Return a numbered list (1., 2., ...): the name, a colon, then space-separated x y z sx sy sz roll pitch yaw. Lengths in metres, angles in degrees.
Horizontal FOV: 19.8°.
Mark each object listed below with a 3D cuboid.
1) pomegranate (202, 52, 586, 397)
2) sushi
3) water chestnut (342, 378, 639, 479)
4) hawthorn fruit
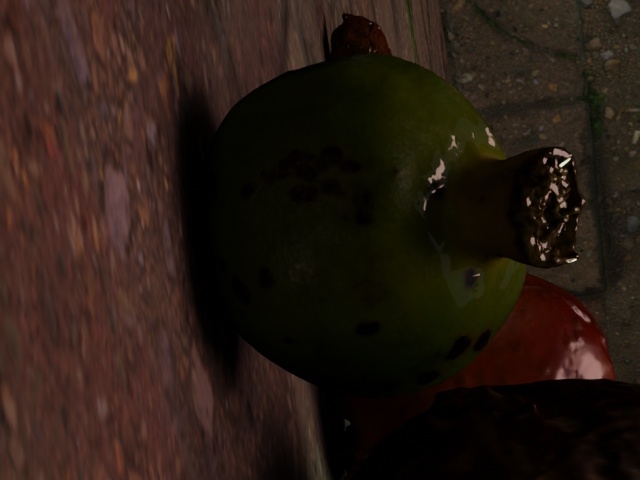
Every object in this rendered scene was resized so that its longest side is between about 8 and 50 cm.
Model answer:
1. pomegranate: 0.018 -0.001 0.738 0.169 0.122 0.143 18 -53 59
2. sushi: 0.040 -0.105 1.301 0.060 0.061 0.118 -37 119 -68
3. water chestnut: 0.120 0.233 0.856 0.350 0.302 0.350 48 1 -1
4. hawthorn fruit: 0.108 0.097 1.091 0.179 0.200 0.179 -1 90 -81
